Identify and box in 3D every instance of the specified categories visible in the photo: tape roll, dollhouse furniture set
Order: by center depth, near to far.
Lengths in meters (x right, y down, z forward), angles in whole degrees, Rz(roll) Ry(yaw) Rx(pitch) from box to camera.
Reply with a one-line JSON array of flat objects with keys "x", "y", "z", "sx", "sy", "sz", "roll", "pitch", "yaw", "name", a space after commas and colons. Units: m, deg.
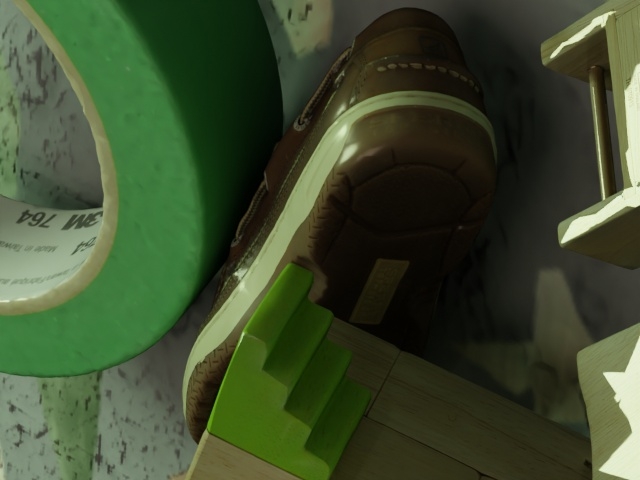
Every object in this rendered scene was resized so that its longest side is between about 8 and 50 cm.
[{"x": 0.173, "y": 0.002, "z": 0.664, "sx": 0.129, "sy": 0.129, "sz": 0.183, "roll": -31, "pitch": 53, "yaw": 45, "name": "dollhouse furniture set"}, {"x": -0.175, "y": -0.082, "z": 0.891, "sx": 0.321, "sy": 0.077, "sz": 0.321, "roll": 20, "pitch": 137, "yaw": 19, "name": "tape roll"}]

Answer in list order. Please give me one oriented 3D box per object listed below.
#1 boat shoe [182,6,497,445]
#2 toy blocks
[{"x": 0.008, "y": 0.001, "z": 0.841, "sx": 0.257, "sy": 0.095, "sz": 0.095, "roll": 125, "pitch": 149, "yaw": -48, "name": "boat shoe"}, {"x": 0.047, "y": 0.209, "z": 0.791, "sx": 0.261, "sy": 0.191, "sz": 0.381, "roll": 26, "pitch": 125, "yaw": 5, "name": "toy blocks"}]
